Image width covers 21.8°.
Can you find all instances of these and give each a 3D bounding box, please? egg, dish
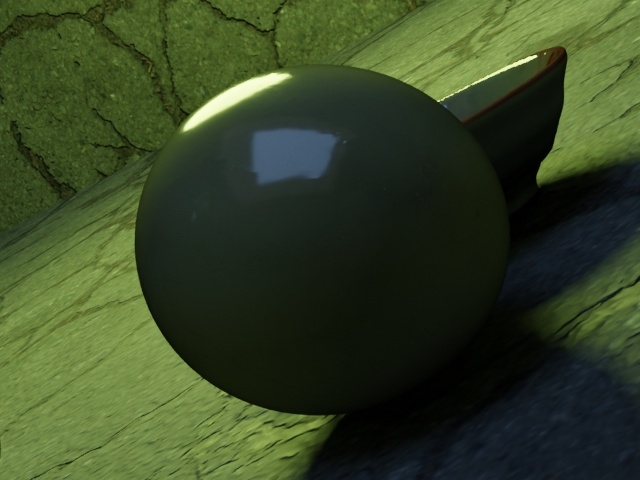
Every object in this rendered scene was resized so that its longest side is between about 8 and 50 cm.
[{"bbox_3d":[0.000,0.000,0.874,0.186,0.186,0.242,-36,14,-19],"label":"egg"},{"bbox_3d":[0.066,-0.031,1.106,0.260,0.085,0.260,-28,7,4],"label":"dish"}]
